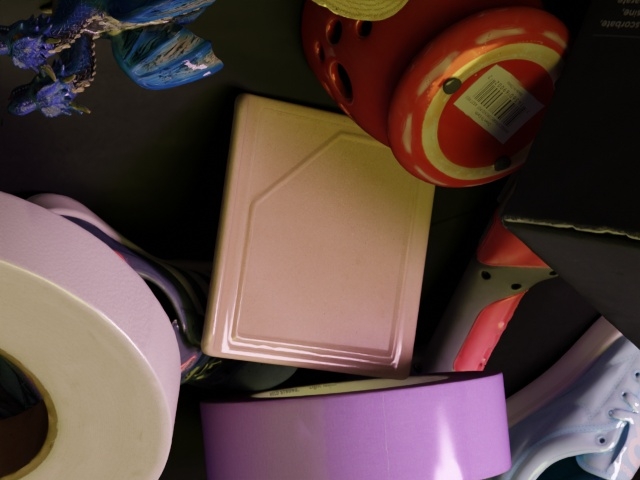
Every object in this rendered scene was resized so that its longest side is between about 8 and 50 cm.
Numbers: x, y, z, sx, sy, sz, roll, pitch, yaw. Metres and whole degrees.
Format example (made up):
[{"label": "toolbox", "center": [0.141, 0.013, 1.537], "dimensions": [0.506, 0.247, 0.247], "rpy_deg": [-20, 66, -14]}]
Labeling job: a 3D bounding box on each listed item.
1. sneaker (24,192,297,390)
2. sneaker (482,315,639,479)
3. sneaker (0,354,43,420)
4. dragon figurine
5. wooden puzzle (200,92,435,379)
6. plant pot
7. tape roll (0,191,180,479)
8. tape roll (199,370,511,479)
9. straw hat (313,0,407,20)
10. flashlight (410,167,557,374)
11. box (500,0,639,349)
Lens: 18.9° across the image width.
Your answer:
[{"label": "sneaker", "center": [-0.130, 0.087, 1.638], "dimensions": [0.350, 0.148, 0.131], "rpy_deg": [23, 113, -42]}, {"label": "sneaker", "center": [0.307, 0.186, 1.989], "dimensions": [0.366, 0.150, 0.135], "rpy_deg": [-41, 138, 7]}, {"label": "sneaker", "center": [-0.254, 0.170, 1.672], "dimensions": [0.125, 0.104, 0.262], "rpy_deg": [-23, 136, -8]}, {"label": "dragon figurine", "center": [-0.119, -0.168, 1.420], "dimensions": [0.289, 0.144, 0.085], "rpy_deg": [-13, 134, -21]}, {"label": "wooden puzzle", "center": [0.000, 0.000, 1.655], "dimensions": [0.239, 0.044, 0.221], "rpy_deg": [10, 87, -39]}, {"label": "plant pot", "center": [0.100, -0.148, 1.553], "dimensions": [0.191, 0.174, 0.191], "rpy_deg": [-16, 135, -16]}, {"label": "tape roll", "center": [-0.302, 0.109, 1.490], "dimensions": [0.392, 0.072, 0.392], "rpy_deg": [2, 136, 2]}, {"label": "tape roll", "center": [0.031, 0.174, 1.730], "dimensions": [0.275, 0.275, 0.090], "rpy_deg": [-4, 88, -28]}, {"label": "straw hat", "center": [0.026, -0.240, 1.437], "dimensions": [0.144, 0.144, 0.061], "rpy_deg": [-1, 158, -30]}, {"label": "flashlight", "center": [0.171, 0.070, 1.841], "dimensions": [0.103, 0.103, 0.304], "rpy_deg": [0, 126, -35]}, {"label": "box", "center": [0.452, -0.100, 1.577], "dimensions": [0.480, 0.297, 0.471], "rpy_deg": [39, 68, -46]}]
